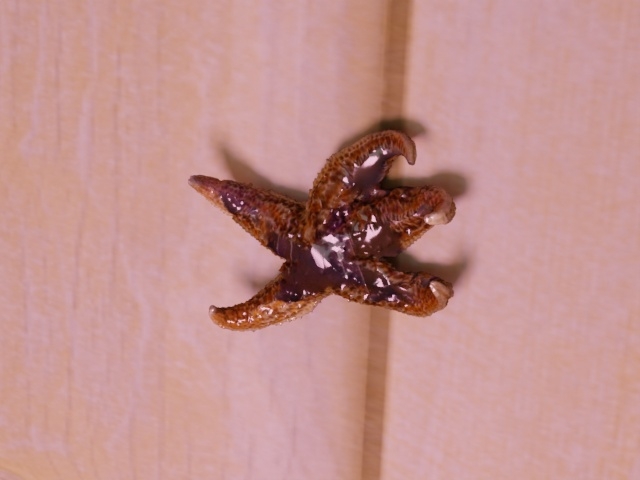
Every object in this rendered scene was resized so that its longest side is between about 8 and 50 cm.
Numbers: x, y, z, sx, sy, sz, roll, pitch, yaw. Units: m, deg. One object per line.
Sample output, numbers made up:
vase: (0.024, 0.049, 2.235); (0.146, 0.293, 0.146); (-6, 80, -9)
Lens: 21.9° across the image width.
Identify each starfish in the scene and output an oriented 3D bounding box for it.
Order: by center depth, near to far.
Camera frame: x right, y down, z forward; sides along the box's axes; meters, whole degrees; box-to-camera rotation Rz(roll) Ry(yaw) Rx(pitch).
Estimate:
starfish: (0.000, 0.000, 1.329); (0.216, 0.071, 0.238); (48, 114, 8)
